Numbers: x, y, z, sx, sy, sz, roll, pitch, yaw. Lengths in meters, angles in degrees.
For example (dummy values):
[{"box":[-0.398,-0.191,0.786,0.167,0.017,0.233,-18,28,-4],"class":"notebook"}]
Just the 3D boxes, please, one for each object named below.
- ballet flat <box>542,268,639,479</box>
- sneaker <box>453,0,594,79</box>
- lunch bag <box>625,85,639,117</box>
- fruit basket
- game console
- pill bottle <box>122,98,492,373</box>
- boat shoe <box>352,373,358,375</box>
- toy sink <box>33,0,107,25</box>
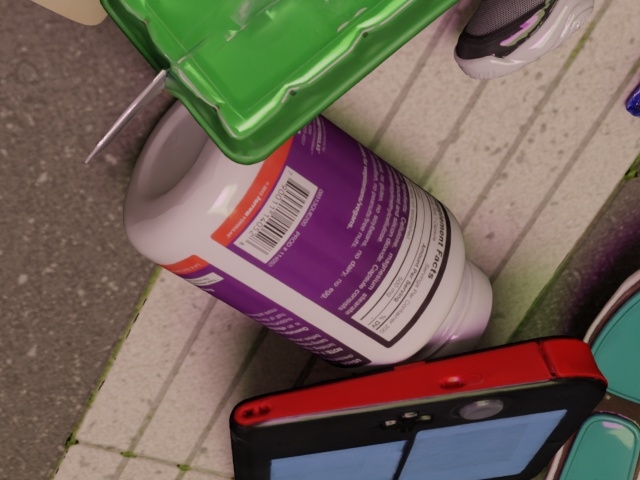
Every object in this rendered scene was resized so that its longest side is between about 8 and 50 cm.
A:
[{"box":[0.335,0.154,1.191,0.139,0.139,0.400,5,120,-18],"class":"ballet flat"},{"box":[0.180,-0.267,0.893,0.268,0.101,0.153,-46,121,9],"class":"sneaker"},{"box":[0.468,-0.189,1.010,0.221,0.138,0.293,22,105,-23],"class":"lunch bag"},{"box":[-0.018,-0.194,0.741,0.327,0.353,0.165,-38,107,9],"class":"fruit basket"},{"box":[0.084,0.209,1.096,0.342,0.060,0.386,-11,154,-9],"class":"game console"},{"box":[0.000,0.000,0.967,0.323,0.181,0.181,33,109,-30],"class":"pill bottle"},{"box":[0.072,0.098,1.133,0.038,0.046,0.125,11,127,-26],"class":"boat shoe"},{"box":[-0.172,-0.259,0.783,0.153,0.131,0.234,25,114,-26],"class":"toy sink"}]
